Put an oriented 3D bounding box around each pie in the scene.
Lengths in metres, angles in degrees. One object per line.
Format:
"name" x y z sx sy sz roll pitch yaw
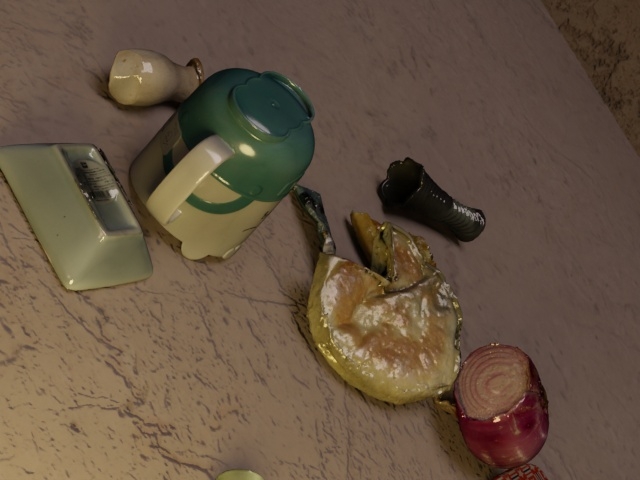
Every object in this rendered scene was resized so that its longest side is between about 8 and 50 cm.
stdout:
"pie" 0.116 0.131 2.129 0.337 0.075 0.338 17 63 -35

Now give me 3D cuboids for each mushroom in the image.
"mushroom" -0.272 -0.267 2.103 0.212 0.088 0.097 7 60 -57

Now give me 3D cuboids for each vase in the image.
"vase" 0.234 -0.072 2.551 0.237 0.115 0.115 30 36 -41

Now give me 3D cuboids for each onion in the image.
"onion" 0.317 0.298 2.185 0.200 0.201 0.207 30 9 -30

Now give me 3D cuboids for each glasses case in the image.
"glasses case" 0.331 0.432 2.170 0.194 0.049 0.073 -5 60 -55

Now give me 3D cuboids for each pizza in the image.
"pizza" 0.168 0.044 2.371 0.292 0.058 0.197 52 29 2

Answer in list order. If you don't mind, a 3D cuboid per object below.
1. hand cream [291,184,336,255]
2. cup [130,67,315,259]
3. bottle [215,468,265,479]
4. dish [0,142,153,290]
"hand cream" -0.001 0.000 2.222 0.075 0.052 0.248 50 14 -50
"cup" -0.158 -0.117 1.932 0.219 0.257 0.289 46 30 3
"bottle" -0.108 0.393 1.613 0.072 0.072 0.202 34 34 -26
"dish" -0.333 -0.055 1.800 0.182 0.080 0.243 -9 63 -56
